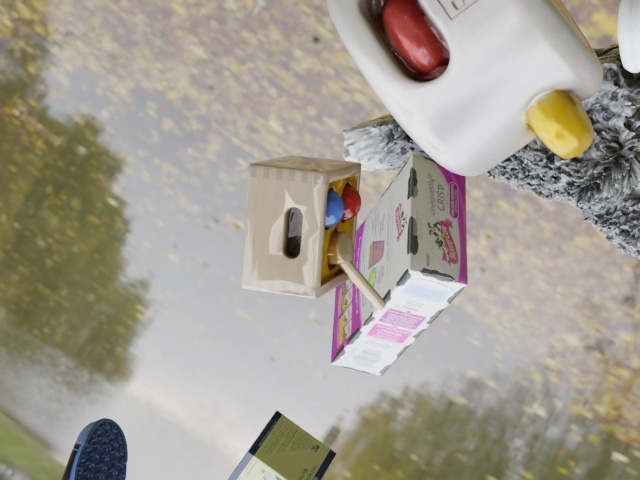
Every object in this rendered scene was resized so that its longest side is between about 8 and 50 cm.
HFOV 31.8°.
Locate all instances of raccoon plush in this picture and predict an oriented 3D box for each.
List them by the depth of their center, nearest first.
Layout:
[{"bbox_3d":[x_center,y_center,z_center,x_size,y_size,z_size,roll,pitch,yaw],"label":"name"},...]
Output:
[{"bbox_3d":[0.281,-0.069,1.462,0.446,0.216,0.299,-13,104,15],"label":"raccoon plush"}]

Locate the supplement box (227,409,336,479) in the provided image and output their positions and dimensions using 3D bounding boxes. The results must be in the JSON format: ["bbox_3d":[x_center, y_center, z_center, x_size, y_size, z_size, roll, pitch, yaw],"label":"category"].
[{"bbox_3d":[-0.042,0.248,1.231,0.083,0.083,0.056,35,123,3],"label":"supplement box"}]

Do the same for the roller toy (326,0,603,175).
[{"bbox_3d":[0.112,-0.158,0.831,0.191,0.146,0.209,43,-158,-30],"label":"roller toy"}]

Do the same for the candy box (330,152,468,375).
[{"bbox_3d":[0.087,0.033,1.289,0.071,0.159,0.233,14,145,-14],"label":"candy box"}]

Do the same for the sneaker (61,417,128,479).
[{"bbox_3d":[-0.299,0.324,1.338,0.090,0.232,0.081,-17,139,35],"label":"sneaker"}]

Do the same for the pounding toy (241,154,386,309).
[{"bbox_3d":[0.000,0.000,1.017,0.100,0.141,0.130,7,-170,18],"label":"pounding toy"}]

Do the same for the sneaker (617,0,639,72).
[{"bbox_3d":[0.272,-0.195,0.759,0.094,0.212,0.080,6,150,31],"label":"sneaker"}]
